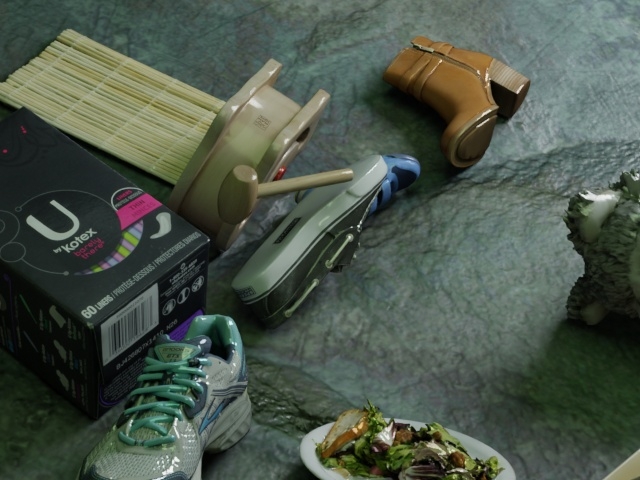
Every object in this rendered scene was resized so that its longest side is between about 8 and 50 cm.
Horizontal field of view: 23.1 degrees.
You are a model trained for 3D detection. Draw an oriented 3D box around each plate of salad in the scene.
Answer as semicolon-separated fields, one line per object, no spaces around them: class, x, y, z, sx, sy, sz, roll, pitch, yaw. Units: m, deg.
plate of salad;0.080;0.193;1.430;0.199;0.048;0.200;7;15;-2

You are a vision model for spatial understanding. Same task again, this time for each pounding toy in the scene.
pounding toy;-0.056;-0.062;1.646;0.155;0.154;0.269;32;35;3

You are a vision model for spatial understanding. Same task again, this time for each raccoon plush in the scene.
raccoon plush;0.386;-0.049;1.706;0.299;0.216;0.446;-10;18;3

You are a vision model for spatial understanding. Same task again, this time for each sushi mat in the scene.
sushi mat;-0.208;-0.146;1.790;0.316;0.019;0.151;26;50;17

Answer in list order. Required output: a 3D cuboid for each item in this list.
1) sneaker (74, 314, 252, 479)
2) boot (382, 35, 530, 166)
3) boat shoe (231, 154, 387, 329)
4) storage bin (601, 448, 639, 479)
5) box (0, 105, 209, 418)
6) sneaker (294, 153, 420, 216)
sneaker;-0.140;0.148;1.383;0.110;0.122;0.283;8;20;12
boot;0.138;-0.164;1.810;0.152;0.073;0.197;26;37;16
boat shoe;0.000;0.000;1.623;0.219;0.070;0.077;-46;21;-21
storage bin;0.404;0.182;1.369;0.262;0.260;0.123;-31;83;-31
box;-0.259;0.017;1.544;0.270;0.143;0.165;33;52;24
sneaker;0.047;-0.049;1.705;0.144;0.053;0.059;-20;53;-13
